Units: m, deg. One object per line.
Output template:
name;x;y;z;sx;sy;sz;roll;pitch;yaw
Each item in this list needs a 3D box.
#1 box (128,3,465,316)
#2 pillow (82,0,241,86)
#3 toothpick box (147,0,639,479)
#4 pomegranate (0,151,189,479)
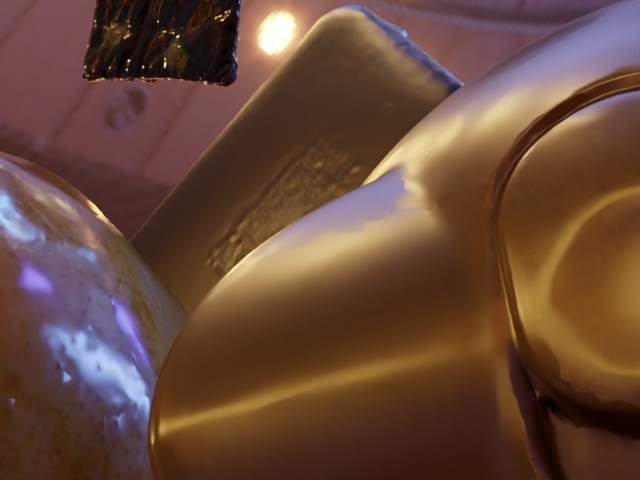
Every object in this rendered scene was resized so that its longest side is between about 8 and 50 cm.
box;0.000;0.000;1.224;0.289;0.290;0.073;-49;-51;4
pillow;-0.153;-0.249;1.836;0.034;0.255;0.189;9;-91;-40
toothpick box;0.179;0.116;0.673;0.409;0.409;0.425;-44;-41;-3
pomegranate;-0.239;0.150;0.978;0.416;0.416;0.417;-29;-36;-24
